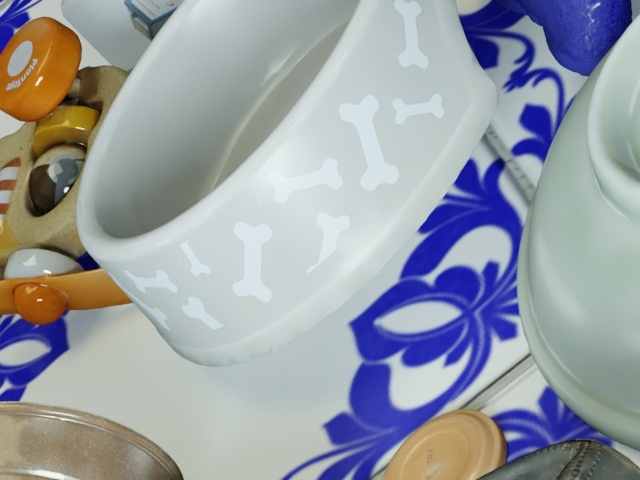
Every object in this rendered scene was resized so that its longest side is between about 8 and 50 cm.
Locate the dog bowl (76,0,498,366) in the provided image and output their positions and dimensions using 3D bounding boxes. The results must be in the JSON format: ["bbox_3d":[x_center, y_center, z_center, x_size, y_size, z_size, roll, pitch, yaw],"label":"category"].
[{"bbox_3d":[-0.027,-0.089,1.248,0.349,0.102,0.349,-40,28,26],"label":"dog bowl"}]

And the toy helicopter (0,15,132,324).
[{"bbox_3d":[-0.246,0.014,1.496,0.355,0.140,0.235,-44,39,21],"label":"toy helicopter"}]

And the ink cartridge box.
[{"bbox_3d":[-0.110,-0.258,1.657,0.212,0.093,0.154,-21,38,31],"label":"ink cartridge box"}]

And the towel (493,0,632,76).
[{"bbox_3d":[0.139,-0.283,1.223,0.076,0.308,0.227,-18,32,-12],"label":"towel"}]

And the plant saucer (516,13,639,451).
[{"bbox_3d":[0.256,-0.070,1.016,0.400,0.100,0.400,-29,35,23],"label":"plant saucer"}]

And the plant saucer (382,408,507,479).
[{"bbox_3d":[0.067,0.130,1.075,0.083,0.013,0.083,-29,34,22],"label":"plant saucer"}]

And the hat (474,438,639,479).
[{"bbox_3d":[0.091,0.176,0.798,0.331,0.134,0.331,-36,14,10],"label":"hat"}]

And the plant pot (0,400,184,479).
[{"bbox_3d":[-0.174,0.209,1.132,0.167,0.167,0.165,-21,47,33],"label":"plant pot"}]
